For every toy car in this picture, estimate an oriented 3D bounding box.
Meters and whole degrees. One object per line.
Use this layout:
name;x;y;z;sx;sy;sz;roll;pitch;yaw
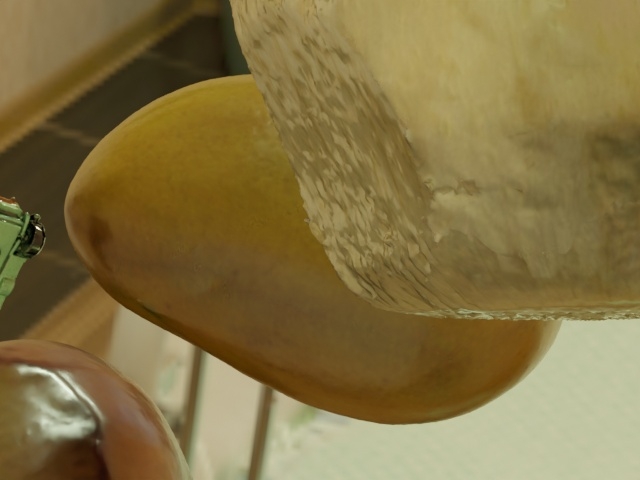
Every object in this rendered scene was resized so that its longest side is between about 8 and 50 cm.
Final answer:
toy car;-0.287;0.031;1.638;0.073;0.143;0.054;16;19;-34

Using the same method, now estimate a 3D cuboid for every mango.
mango;0.000;0.000;1.730;0.446;0.232;0.300;12;65;0

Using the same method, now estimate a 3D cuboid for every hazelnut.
hazelnut;-0.272;0.277;1.927;0.366;0.365;0.366;6;30;-4

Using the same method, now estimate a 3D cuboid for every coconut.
coconut;0.121;-0.159;1.060;0.345;0.415;0.415;0;31;-30
